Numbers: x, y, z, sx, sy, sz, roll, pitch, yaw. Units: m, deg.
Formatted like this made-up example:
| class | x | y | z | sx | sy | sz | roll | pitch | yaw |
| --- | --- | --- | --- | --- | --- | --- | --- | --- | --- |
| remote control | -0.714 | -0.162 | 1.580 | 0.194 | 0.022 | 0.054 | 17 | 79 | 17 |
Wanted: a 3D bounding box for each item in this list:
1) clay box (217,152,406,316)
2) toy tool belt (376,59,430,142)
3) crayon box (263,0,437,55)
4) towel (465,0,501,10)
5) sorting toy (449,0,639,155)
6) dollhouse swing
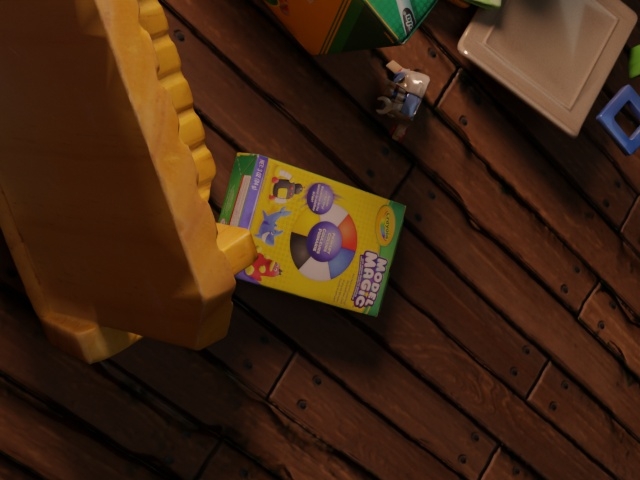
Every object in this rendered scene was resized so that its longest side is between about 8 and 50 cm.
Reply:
| class | x | y | z | sx | sy | sz | roll | pitch | yaw |
| --- | --- | --- | --- | --- | --- | --- | --- | --- | --- |
| clay box | 0.000 | 0.000 | 1.180 | 0.222 | 0.053 | 0.127 | 16 | 86 | -31 |
| toy tool belt | 0.082 | -0.152 | 1.225 | 0.051 | 0.052 | 0.083 | 25 | 77 | 1 |
| crayon box | -0.029 | -0.304 | 1.067 | 0.278 | 0.165 | 0.081 | 46 | 71 | -26 |
| towel | 0.157 | -0.339 | 1.245 | 0.113 | 0.023 | 0.152 | 12 | 81 | -19 |
| sorting toy | 0.259 | -0.240 | 1.311 | 0.347 | 0.047 | 0.196 | 34 | 72 | -16 |
| dollhouse swing | -0.126 | -0.110 | 0.894 | 0.315 | 0.305 | 0.347 | -34 | 112 | -46 |
